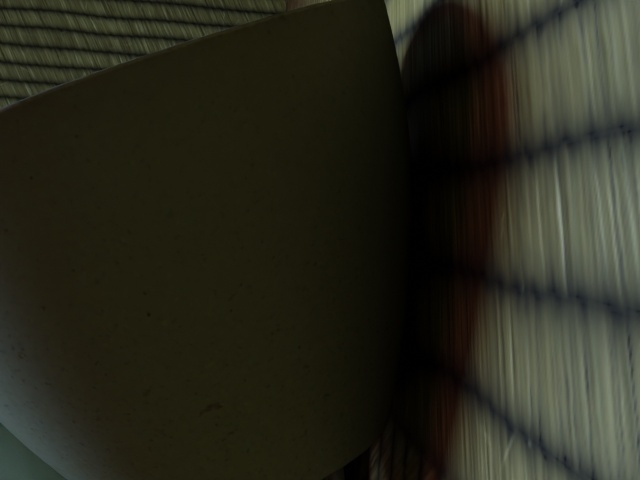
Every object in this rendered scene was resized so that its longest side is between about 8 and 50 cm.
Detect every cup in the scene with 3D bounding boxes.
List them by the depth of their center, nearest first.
[{"bbox_3d":[-0.076,0.027,0.633,0.331,0.331,0.237,-146,34,-85],"label":"cup"}]

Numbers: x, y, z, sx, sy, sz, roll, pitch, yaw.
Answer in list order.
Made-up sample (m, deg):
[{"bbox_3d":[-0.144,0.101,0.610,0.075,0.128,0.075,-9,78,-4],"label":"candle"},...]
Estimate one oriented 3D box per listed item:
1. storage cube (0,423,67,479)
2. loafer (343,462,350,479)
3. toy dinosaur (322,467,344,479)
[{"bbox_3d":[-0.180,0.125,0.856,0.183,0.215,0.193,-43,-14,17],"label":"storage cube"},{"bbox_3d":[-0.014,0.207,0.821,0.223,0.078,0.076,-96,10,-64],"label":"loafer"},{"bbox_3d":[-0.006,0.105,0.801,0.118,0.064,0.268,-57,33,26],"label":"toy dinosaur"}]
